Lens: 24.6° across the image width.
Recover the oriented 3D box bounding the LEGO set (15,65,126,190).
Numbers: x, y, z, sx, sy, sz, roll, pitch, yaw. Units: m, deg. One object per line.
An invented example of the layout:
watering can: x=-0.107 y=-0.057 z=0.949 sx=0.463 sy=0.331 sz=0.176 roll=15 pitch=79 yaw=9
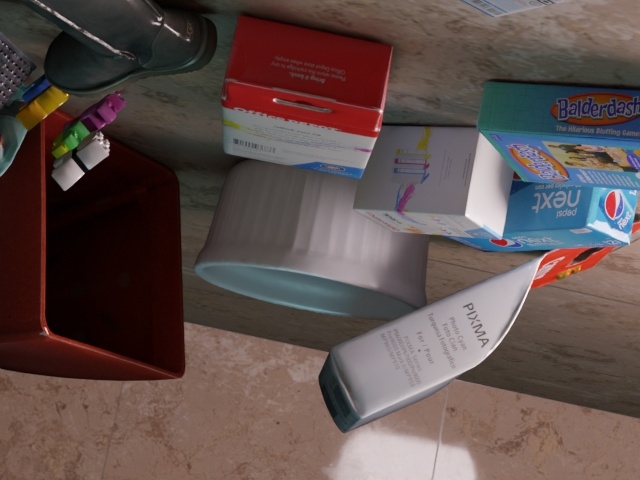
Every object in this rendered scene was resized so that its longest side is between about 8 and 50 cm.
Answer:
LEGO set: x=-0.232 y=-0.134 z=1.414 sx=0.087 sy=0.093 sz=0.227 roll=52 pitch=-175 yaw=-18

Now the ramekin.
ramekin: x=0.000 y=0.000 z=1.727 sx=0.277 sy=0.135 sz=0.277 roll=11 pitch=169 yaw=2

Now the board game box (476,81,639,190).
board game box: x=0.259 y=-0.085 z=1.268 sx=0.210 sy=0.047 sz=0.160 roll=6 pitch=168 yaw=24

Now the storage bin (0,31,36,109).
storage bin: x=-0.328 y=-0.171 z=1.209 sx=0.122 sy=0.084 sz=0.180 roll=38 pitch=177 yaw=16

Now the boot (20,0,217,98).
boot: x=-0.206 y=-0.184 z=1.171 sx=0.189 sy=0.076 sz=0.208 roll=-12 pitch=165 yaw=30

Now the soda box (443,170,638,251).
soda box: x=0.222 y=-0.033 z=1.504 sx=0.067 sy=0.071 sz=0.210 roll=20 pitch=166 yaw=-35

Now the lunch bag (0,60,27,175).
lunch bag: x=-0.433 y=-0.127 z=1.455 sx=0.223 sy=0.160 sz=0.262 roll=8 pitch=-158 yaw=14

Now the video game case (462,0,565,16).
video game case: x=0.133 y=-0.187 z=0.969 sx=0.119 sy=0.015 sz=0.166 roll=20 pitch=166 yaw=-36

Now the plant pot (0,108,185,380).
plant pot: x=-0.333 y=0.031 z=1.722 sx=0.236 sy=0.267 sz=0.267 roll=-14 pitch=158 yaw=26

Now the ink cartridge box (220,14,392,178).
ink cartridge box: x=-0.014 y=-0.125 z=1.261 sx=0.134 sy=0.078 sz=0.231 roll=11 pitch=169 yaw=-2

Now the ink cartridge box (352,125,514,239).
ink cartridge box: x=0.105 y=-0.058 z=1.448 sx=0.143 sy=0.090 sz=0.092 roll=4 pitch=167 yaw=32

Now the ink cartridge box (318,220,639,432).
ink cartridge box: x=0.190 y=0.108 z=1.707 sx=0.385 sy=0.091 sz=0.308 roll=-21 pitch=170 yaw=-6
